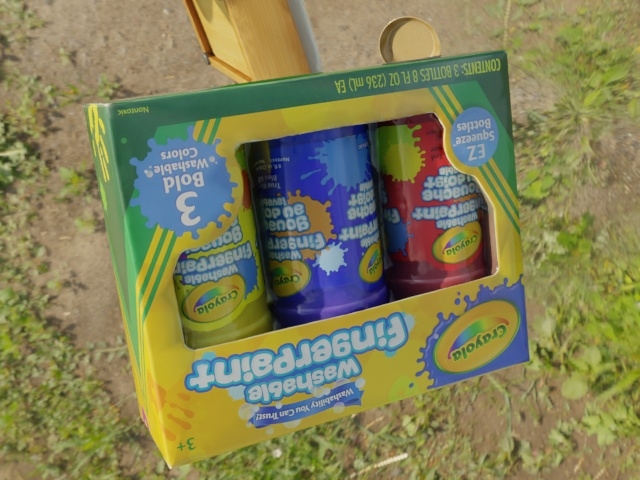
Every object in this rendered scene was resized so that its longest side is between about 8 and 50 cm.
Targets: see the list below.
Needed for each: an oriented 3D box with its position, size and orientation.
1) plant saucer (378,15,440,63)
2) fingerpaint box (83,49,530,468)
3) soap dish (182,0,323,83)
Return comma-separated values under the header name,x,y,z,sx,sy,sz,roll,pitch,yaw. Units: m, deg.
name,x,y,z,sx,sy,sz,roll,pitch,yaw
plant saucer,0.120,-0.260,1.096,0.083,0.015,0.083,9,127,13
fingerpaint box,0.000,0.000,0.923,0.445,0.163,0.371,-11,103,-21
soap dish,-0.125,-0.358,1.306,0.118,0.291,0.229,-30,125,-14
